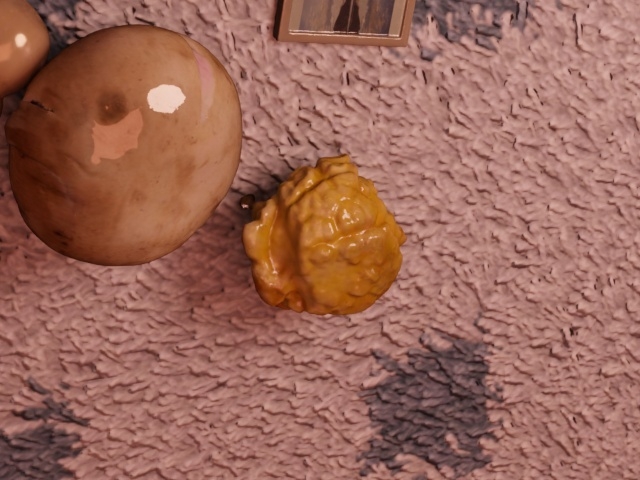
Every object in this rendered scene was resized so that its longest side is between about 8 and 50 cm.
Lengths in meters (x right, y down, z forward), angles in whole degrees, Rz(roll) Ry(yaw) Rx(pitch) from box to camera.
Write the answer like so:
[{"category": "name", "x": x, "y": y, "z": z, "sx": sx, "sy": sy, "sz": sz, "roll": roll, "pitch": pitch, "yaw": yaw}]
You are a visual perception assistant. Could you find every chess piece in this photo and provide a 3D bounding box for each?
[{"category": "chess piece", "x": -0.359, "y": -0.124, "z": 1.819, "sx": 0.261, "sy": 0.143, "sz": 0.143, "roll": -45, "pitch": 122, "yaw": -6}]

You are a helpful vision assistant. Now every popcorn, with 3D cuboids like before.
[{"category": "popcorn", "x": 0.000, "y": 0.000, "z": 2.008, "sx": 0.170, "sy": 0.180, "sz": 0.180, "roll": 24, "pitch": 107, "yaw": 14}]

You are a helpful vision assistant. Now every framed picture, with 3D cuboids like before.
[{"category": "framed picture", "x": 0.037, "y": -0.295, "z": 1.970, "sx": 0.150, "sy": 0.015, "sz": 0.203, "roll": 1, "pitch": 112, "yaw": -24}]

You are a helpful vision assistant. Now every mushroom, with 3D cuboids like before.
[{"category": "mushroom", "x": -0.188, "y": -0.095, "z": 1.855, "sx": 0.255, "sy": 0.184, "sz": 0.255, "roll": -18, "pitch": 135, "yaw": -19}]
